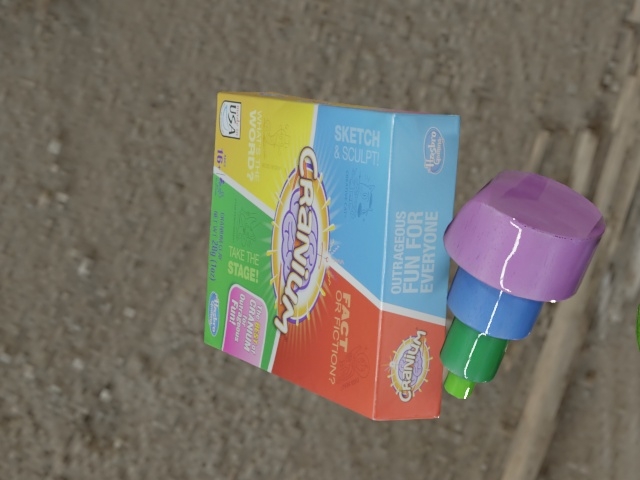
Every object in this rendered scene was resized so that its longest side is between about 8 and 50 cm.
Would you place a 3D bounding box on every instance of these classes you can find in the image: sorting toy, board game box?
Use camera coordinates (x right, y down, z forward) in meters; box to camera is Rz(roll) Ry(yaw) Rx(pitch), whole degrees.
[{"bbox_3d":[0.192,0.108,0.647,0.127,0.365,0.126,-21,137,-53],"label":"sorting toy"},{"bbox_3d":[0.000,0.000,1.323,0.064,0.316,0.242,0,97,-29],"label":"board game box"}]
